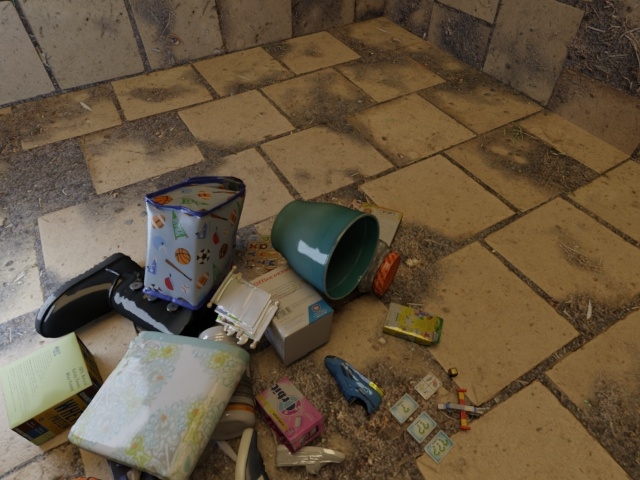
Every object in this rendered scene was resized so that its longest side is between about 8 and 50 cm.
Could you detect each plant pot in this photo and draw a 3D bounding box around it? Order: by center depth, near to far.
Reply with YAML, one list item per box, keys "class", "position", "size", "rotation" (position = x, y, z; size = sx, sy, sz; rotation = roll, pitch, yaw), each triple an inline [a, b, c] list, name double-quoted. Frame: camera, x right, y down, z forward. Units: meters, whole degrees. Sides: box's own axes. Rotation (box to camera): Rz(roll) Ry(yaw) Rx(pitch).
- class: "plant pot"
  position: [0.000, 0.000, 1.279]
  size: [0.255, 0.272, 0.271]
  rotation: [27, 53, 30]

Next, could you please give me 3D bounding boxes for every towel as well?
- class: "towel"
  position: [-0.393, 0.389, 1.043]
  size: [0.374, 0.090, 0.321]
  rotation: [1, 46, 26]

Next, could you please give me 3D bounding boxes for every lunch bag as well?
- class: "lunch bag"
  position: [-0.382, -0.021, 1.366]
  size: [0.238, 0.328, 0.385]
  rotation: [18, 25, 12]

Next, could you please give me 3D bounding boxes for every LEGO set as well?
- class: "LEGO set"
  position: [0.343, 0.466, 1.189]
  size: [0.244, 0.060, 0.182]
  rotation: [-32, 59, -26]

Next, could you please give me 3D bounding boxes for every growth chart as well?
- class: "growth chart"
  position: [-0.229, 0.192, 1.224]
  size: [0.237, 0.021, 0.172]
  rotation: [30, 77, 32]

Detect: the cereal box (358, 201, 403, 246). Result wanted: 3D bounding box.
- class: "cereal box"
  position: [0.207, -0.040, 1.648]
  size: [0.172, 0.047, 0.240]
  rotation: [18, 51, 16]

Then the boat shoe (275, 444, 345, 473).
- class: "boat shoe"
  position: [-0.028, 0.569, 1.091]
  size: [0.184, 0.066, 0.063]
  rotation: [4, 58, 3]

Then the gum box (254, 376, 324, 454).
- class: "gum box"
  position: [-0.082, 0.470, 1.138]
  size: [0.107, 0.062, 0.188]
  rotation: [-25, 35, -29]

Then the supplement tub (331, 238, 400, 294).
- class: "supplement tub"
  position: [0.104, 0.055, 1.465]
  size: [0.315, 0.194, 0.194]
  rotation: [25, 53, 20]

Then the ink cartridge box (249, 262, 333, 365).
- class: "ink cartridge box"
  position: [-0.099, 0.221, 1.303]
  size: [0.171, 0.168, 0.233]
  rotation: [-25, 52, -25]

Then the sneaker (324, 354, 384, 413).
- class: "sneaker"
  position: [0.081, 0.416, 1.224]
  size: [0.209, 0.069, 0.082]
  rotation: [32, 59, 25]

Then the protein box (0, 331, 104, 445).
- class: "protein box"
  position: [-0.739, 0.410, 1.180]
  size: [0.201, 0.136, 0.200]
  rotation: [-28, 53, -22]

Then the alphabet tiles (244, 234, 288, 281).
- class: "alphabet tiles"
  position: [-0.182, 0.069, 1.575]
  size: [0.198, 0.009, 0.237]
  rotation: [2, 48, 2]

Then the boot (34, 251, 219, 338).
- class: "boot"
  position: [-0.596, 0.239, 1.330]
  size: [0.445, 0.146, 0.367]
  rotation: [23, 51, 18]

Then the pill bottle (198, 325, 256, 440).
- class: "pill bottle"
  position: [-0.272, 0.392, 1.181]
  size: [0.162, 0.162, 0.279]
  rotation: [-8, 49, -8]

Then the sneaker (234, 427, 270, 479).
- class: "sneaker"
  position: [-0.129, 0.631, 1.003]
  size: [0.148, 0.131, 0.350]
  rotation: [0, 53, -10]

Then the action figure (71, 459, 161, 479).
- class: "action figure"
  position: [-0.509, 0.595, 1.042]
  size: [0.330, 0.179, 0.341]
  rotation: [-16, 23, -23]

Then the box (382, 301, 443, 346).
- class: "box"
  position: [0.302, 0.275, 1.370]
  size: [0.179, 0.043, 0.105]
  rotation: [14, 49, 16]
